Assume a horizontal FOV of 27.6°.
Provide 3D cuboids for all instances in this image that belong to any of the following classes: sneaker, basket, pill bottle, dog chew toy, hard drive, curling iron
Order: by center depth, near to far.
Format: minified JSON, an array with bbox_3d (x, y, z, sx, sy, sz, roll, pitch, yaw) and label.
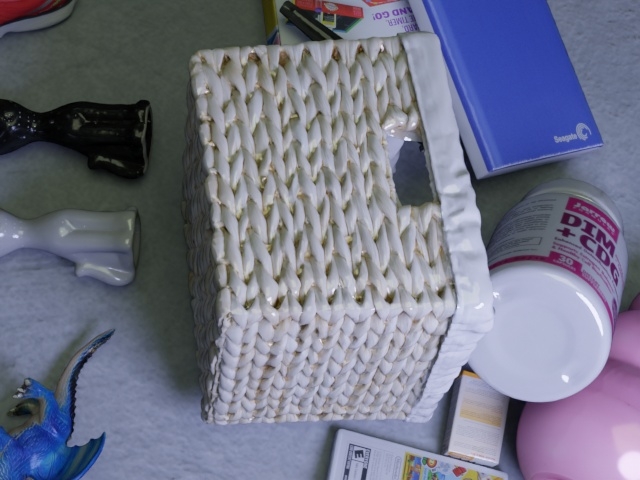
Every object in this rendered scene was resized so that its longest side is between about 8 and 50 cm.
[{"bbox_3d":[0.000,0.000,1.368,0.266,0.331,0.328,-3,64,-11],"label":"basket"},{"bbox_3d":[0.256,0.043,1.447,0.160,0.160,0.283,34,30,1],"label":"pill bottle"},{"bbox_3d":[0.365,0.174,1.476,0.206,0.206,0.332,38,62,3],"label":"dog chew toy"},{"bbox_3d":[-0.411,-0.282,1.508,0.279,0.118,0.107,-29,79,-18],"label":"sneaker"},{"bbox_3d":[0.061,-0.192,1.535,0.274,0.068,0.035,43,111,2],"label":"curling iron"},{"bbox_3d":[0.217,-0.244,1.607,0.210,0.040,0.318,-14,80,-39],"label":"hard drive"}]

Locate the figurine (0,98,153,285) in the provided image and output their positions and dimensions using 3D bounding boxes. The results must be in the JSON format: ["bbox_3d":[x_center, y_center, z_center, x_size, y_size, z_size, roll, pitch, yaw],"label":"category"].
[{"bbox_3d":[-0.306,-0.062,1.483,0.209,0.092,0.215,4,72,-1],"label":"figurine"}]

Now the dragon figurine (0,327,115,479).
[{"bbox_3d":[-0.284,0.226,1.375,0.144,0.085,0.289,41,47,4],"label":"dragon figurine"}]

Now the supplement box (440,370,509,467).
[{"bbox_3d":[0.180,0.207,1.508,0.062,0.036,0.098,16,70,-6],"label":"supplement box"}]

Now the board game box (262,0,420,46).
[{"bbox_3d":[0.048,-0.302,1.634,0.242,0.064,0.316,-4,73,-12],"label":"board game box"}]

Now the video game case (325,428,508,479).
[{"bbox_3d":[0.096,0.337,1.432,0.206,0.026,0.227,16,57,-6],"label":"video game case"}]
